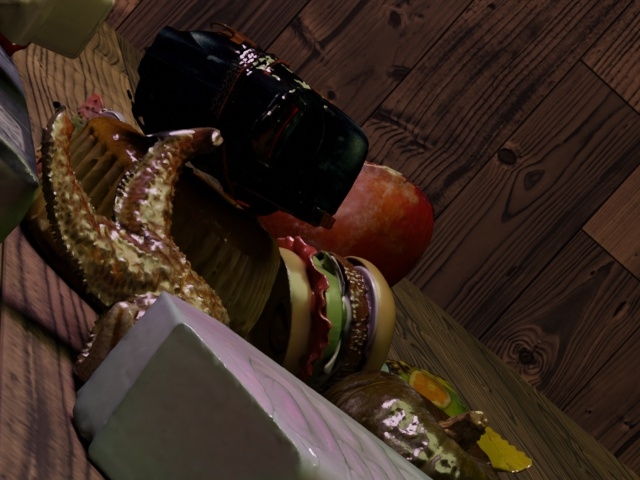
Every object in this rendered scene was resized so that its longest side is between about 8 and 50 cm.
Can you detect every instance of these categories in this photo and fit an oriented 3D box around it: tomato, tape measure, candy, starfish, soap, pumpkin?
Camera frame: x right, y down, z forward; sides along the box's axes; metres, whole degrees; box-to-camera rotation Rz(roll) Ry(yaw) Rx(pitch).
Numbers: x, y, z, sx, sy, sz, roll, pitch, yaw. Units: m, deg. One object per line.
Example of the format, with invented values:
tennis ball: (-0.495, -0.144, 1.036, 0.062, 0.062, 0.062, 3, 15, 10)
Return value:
tomato: (0.000, 0.000, 2.058, 0.233, 0.140, 0.200, 9, -25, 2)
tape measure: (-0.062, -0.098, 1.752, 0.202, 0.135, 0.223, 28, -5, 34)
candy: (0.120, 0.207, 2.342, 0.297, 0.081, 0.187, 20, 19, -45)
starfish: (-0.120, 0.039, 1.568, 0.312, 0.113, 0.303, 44, 32, -53)
soap: (-0.011, 0.190, 1.407, 0.347, 0.115, 0.208, 38, 6, -29)
pumpkin: (0.083, 0.202, 1.725, 0.219, 0.162, 0.219, 44, 8, -8)

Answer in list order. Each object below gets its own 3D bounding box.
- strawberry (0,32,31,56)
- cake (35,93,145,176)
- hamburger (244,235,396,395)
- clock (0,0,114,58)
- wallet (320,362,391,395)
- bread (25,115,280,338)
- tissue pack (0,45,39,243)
strawberry: (-0.387, -0.319, 2.041, 0.261, 0.261, 0.257, 40, 10, -15)
cake: (-0.183, -0.037, 1.955, 0.225, 0.109, 0.090, 41, 6, -14)
hamburger: (-0.001, 0.081, 1.927, 0.137, 0.175, 0.175, 6, 24, -28)
clock: (-0.354, -0.301, 1.618, 0.276, 0.120, 0.379, 22, 21, -53)
wallet: (-0.021, 0.120, 2.086, 0.231, 0.069, 0.170, 36, 15, -14)
bread: (-0.148, -0.003, 1.805, 0.227, 0.142, 0.253, 37, 6, 20)
tissue pack: (-0.359, -0.144, 1.532, 0.288, 0.124, 0.394, 42, 5, -19)
